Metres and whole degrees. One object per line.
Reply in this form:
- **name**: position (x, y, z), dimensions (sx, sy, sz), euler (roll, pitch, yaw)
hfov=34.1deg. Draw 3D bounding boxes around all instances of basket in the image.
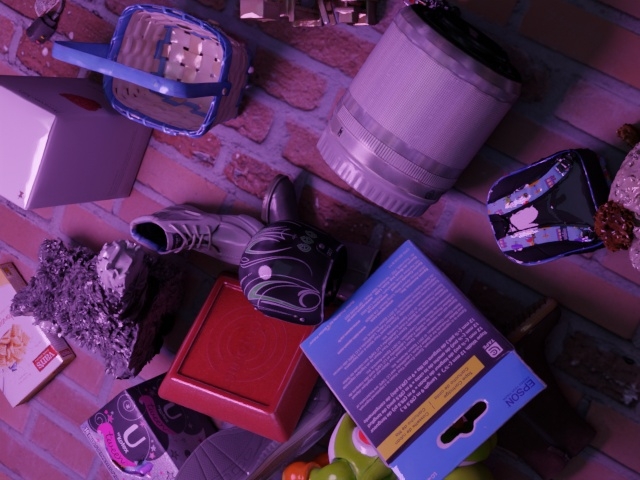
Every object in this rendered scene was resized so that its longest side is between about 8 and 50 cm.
- **basket**: position (-0.266, -0.284, 1.723), dimensions (0.255, 0.289, 0.201), euler (22, 110, 18)

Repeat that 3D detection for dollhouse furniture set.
- **dollhouse furniture set**: position (-0.013, -0.398, 1.652), dimensions (0.161, 0.182, 0.101), euler (4, 98, 25)

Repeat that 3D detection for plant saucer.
- **plant saucer**: position (-0.121, 0.182, 1.769), dimensions (0.259, 0.047, 0.258), euler (16, 66, 22)

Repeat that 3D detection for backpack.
- **backpack**: position (0.346, -0.045, 1.564), dimensions (0.173, 0.117, 0.158), euler (-22, 86, 35)

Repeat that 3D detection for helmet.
- **helmet**: position (-0.051, 0.047, 1.669), dimensions (0.162, 0.169, 0.169), euler (15, 103, 13)

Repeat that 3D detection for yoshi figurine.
- **yoshi figurine**: position (0.132, 0.396, 1.671), dimensions (0.362, 0.203, 0.203), euler (-21, 130, 33)

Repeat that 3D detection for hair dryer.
- **hair dryer**: position (-0.506, -0.529, 1.923), dimensions (0.293, 0.080, 0.223), euler (-38, 79, 23)

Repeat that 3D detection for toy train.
- **toy train**: position (0.151, -0.388, 1.664), dimensions (0.158, 0.027, 0.036), euler (34, 120, 17)

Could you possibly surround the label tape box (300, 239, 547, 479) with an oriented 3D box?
- **label tape box**: position (0.160, 0.200, 1.573), dimensions (0.249, 0.115, 0.347), euler (-44, 50, 5)

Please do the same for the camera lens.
- **camera lens**: position (0.152, -0.200, 1.579), dimensions (0.219, 0.219, 0.274), euler (41, 111, 15)

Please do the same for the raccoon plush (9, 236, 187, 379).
- **raccoon plush**: position (-0.408, 0.046, 1.804), dimensions (0.299, 0.216, 0.446), euler (24, 146, 10)

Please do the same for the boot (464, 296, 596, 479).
- **boot**: position (0.351, 0.232, 1.631), dimensions (0.207, 0.090, 0.248), euler (38, 109, 3)

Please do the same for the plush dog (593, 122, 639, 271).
- **plush dog**: position (0.479, -0.086, 1.437), dimensions (0.262, 0.225, 0.210), euler (-45, 77, 23)

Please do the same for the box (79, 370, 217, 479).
- **box**: position (-0.283, 0.382, 1.883), dimensions (0.142, 0.163, 0.247), euler (-40, 80, 25)

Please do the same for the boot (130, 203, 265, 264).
- **boot**: position (-0.211, 0.000, 1.793), dimensions (0.258, 0.123, 0.095), euler (12, 110, 39)

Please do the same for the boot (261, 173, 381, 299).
- **boot**: position (0.001, -0.002, 1.754), dimensions (0.209, 0.076, 0.189), euler (18, 118, 29)

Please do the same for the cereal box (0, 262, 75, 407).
- **cereal box**: position (-0.616, 0.189, 2.079), dimensions (0.173, 0.047, 0.240), euler (-42, 79, 23)

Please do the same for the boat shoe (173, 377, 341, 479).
- **boat shoe**: position (-0.104, 0.359, 1.760), dimensions (0.320, 0.103, 0.118), euler (-39, 47, -8)

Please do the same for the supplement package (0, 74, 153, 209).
- **supplement package**: position (-0.458, -0.177, 1.826), dimensions (0.178, 0.293, 0.175), euler (29, 108, 19)
